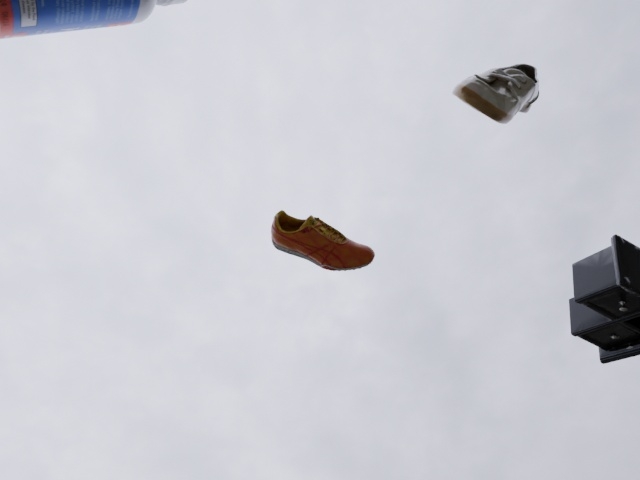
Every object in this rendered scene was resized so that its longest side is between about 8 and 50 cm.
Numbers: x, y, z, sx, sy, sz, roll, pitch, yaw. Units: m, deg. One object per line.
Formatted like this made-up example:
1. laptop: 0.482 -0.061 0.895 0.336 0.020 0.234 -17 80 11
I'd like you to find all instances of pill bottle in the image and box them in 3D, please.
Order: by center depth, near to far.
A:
1. pill bottle: -0.245 -0.280 0.459 0.221 0.124 0.124 -28 -61 -37

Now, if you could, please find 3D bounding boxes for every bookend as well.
1. bookend: 0.386 0.086 0.608 0.157 0.072 0.156 26 -35 -12

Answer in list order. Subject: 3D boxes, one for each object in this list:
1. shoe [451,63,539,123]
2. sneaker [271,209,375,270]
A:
1. shoe: 0.221 -0.188 0.555 0.076 0.219 0.058 37 -57 19
2. sneaker: 0.000 0.000 0.710 0.175 0.064 0.067 15 -54 13
